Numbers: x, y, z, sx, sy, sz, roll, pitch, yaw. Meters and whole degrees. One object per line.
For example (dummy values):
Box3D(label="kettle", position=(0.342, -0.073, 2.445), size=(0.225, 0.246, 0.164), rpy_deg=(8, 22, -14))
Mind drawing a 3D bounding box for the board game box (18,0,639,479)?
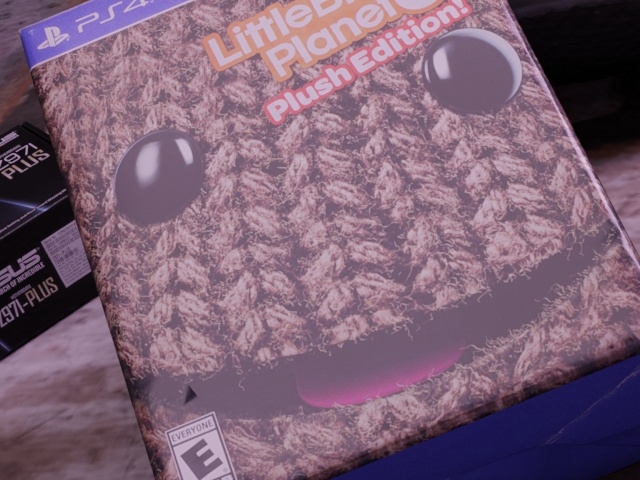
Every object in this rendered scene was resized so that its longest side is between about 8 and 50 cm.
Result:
Box3D(label="board game box", position=(0.012, -0.003, 0.786), size=(0.232, 0.141, 0.291), rpy_deg=(-23, 60, 1))

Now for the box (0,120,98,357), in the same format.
Box3D(label="box", position=(-0.234, 0.009, 1.100), size=(0.180, 0.077, 0.147), rpy_deg=(-35, 32, -18))

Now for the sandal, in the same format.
Box3D(label="sandal", position=(0.067, -0.153, 1.054), size=(0.446, 0.107, 0.167), rpy_deg=(-7, -7, 26))
